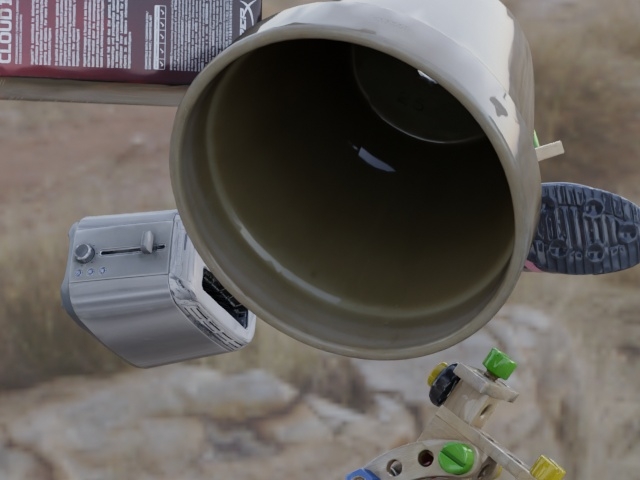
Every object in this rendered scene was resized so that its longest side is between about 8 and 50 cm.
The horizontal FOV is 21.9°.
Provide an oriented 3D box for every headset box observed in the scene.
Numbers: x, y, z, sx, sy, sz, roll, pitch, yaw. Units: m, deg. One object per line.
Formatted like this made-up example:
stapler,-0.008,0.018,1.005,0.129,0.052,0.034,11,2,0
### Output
headset box,-0.219,-0.193,1.583,0.293,0.110,0.218,1,-1,-15

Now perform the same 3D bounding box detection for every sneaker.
sneaker,0.241,-0.016,1.988,0.319,0.112,0.131,3,2,14

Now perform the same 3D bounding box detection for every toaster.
toaster,-0.163,0.055,1.760,0.146,0.129,0.227,-8,-31,22

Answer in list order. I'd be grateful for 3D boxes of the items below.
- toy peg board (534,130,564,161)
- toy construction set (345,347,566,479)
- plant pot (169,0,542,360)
toy peg board,0.155,-0.100,1.753,0.160,0.079,0.161,-18,0,22
toy construction set,0.212,0.267,1.875,0.309,0.237,0.257,32,-2,-37
plant pot,0.065,-0.104,1.485,0.323,0.323,0.280,5,35,21
